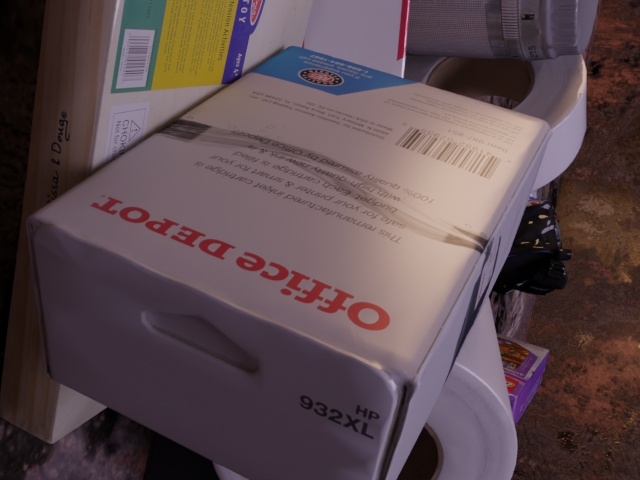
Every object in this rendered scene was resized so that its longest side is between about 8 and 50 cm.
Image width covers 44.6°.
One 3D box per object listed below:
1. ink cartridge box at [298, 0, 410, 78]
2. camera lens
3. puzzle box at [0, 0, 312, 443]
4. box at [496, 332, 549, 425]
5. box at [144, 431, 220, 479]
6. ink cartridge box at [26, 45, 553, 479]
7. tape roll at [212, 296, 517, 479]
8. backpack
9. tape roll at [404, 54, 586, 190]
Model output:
[{"bbox_3d":[0.030,-0.187,0.789,0.237,0.100,0.172,-84,179,-80],"label":"ink cartridge box"},{"bbox_3d":[0.212,-0.350,1.019,0.219,0.274,0.220,-33,128,-58],"label":"camera lens"},{"bbox_3d":[-0.102,-0.086,0.579,0.272,0.052,0.409,-30,137,-64],"label":"puzzle box"},{"bbox_3d":[0.112,0.138,0.953,0.201,0.293,0.057,-15,118,-63],"label":"box"},{"bbox_3d":[-0.098,0.252,0.781,0.158,0.093,0.156,18,82,-64],"label":"box"},{"bbox_3d":[0.000,0.000,0.521,0.307,0.223,0.129,-48,154,-50],"label":"ink cartridge box"},{"bbox_3d":[0.037,0.125,0.679,0.169,0.246,0.246,-83,168,-57],"label":"tape roll"},{"bbox_3d":[0.307,0.003,1.409,0.263,0.276,0.213,44,46,-65],"label":"backpack"},{"bbox_3d":[0.226,-0.189,1.099,0.100,0.286,0.286,68,39,-50],"label":"tape roll"}]
